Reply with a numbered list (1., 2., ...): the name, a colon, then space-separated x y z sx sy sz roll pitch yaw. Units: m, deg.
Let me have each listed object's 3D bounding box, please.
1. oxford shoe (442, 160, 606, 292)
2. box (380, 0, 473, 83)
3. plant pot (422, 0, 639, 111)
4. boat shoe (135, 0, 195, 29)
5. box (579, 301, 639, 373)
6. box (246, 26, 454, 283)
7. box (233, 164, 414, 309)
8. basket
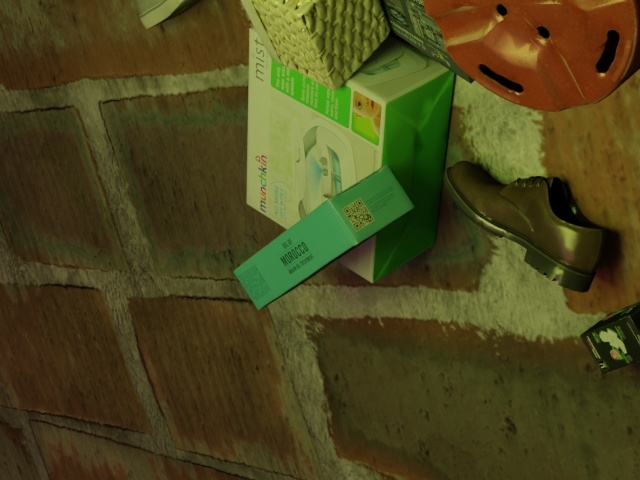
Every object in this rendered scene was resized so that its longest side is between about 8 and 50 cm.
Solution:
1. oxford shoe: 0.233 -0.040 1.594 0.227 0.083 0.096 36 115 34
2. box: 0.084 -0.292 1.548 0.232 0.059 0.183 39 167 30
3. plant pot: 0.236 -0.260 1.221 0.272 0.265 0.272 26 140 24
4. boat shoe: -0.194 -0.350 1.901 0.227 0.079 0.081 -18 102 57
5. box: 0.338 0.102 1.551 0.083 0.062 0.052 -30 90 54
6. box: 0.031 -0.125 1.734 0.231 0.126 0.262 33 136 32
7. box: 0.000 0.000 1.664 0.060 0.100 0.244 57 145 2
8. basket: -0.006 -0.257 1.555 0.103 0.113 0.167 37 169 29
